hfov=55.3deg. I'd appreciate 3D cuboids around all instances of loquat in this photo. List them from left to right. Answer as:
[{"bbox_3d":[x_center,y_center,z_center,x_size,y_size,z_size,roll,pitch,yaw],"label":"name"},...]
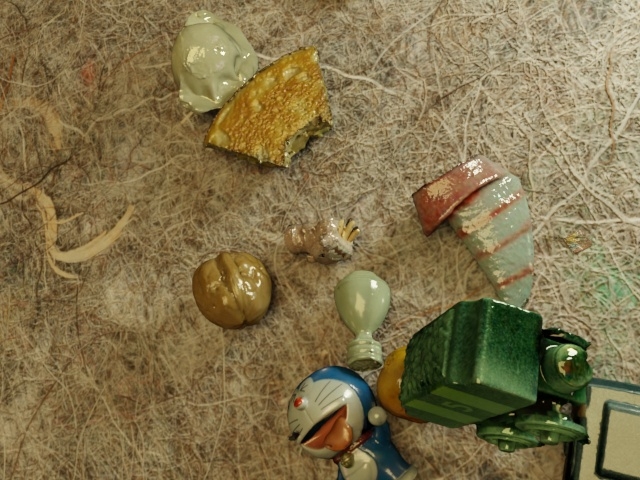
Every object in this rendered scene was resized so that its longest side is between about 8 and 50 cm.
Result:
[{"bbox_3d":[0.165,0.252,1.065,0.137,0.137,0.113,51,128,22],"label":"loquat"}]

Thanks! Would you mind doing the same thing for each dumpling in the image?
[{"bbox_3d":[-0.234,-0.399,1.364,0.193,0.147,0.257,-2,74,-13],"label":"dumpling"}]

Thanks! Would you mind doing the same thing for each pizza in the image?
[{"bbox_3d":[-0.085,-0.260,1.297,0.323,0.089,0.223,-43,71,0],"label":"pizza"}]

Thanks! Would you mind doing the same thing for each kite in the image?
[{"bbox_3d":[0.447,0.005,1.101,0.078,0.002,0.044,-10,73,14],"label":"kite"}]

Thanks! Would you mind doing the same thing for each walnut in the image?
[{"bbox_3d":[-0.172,0.099,1.206,0.167,0.149,0.166,2,48,-3],"label":"walnut"}]

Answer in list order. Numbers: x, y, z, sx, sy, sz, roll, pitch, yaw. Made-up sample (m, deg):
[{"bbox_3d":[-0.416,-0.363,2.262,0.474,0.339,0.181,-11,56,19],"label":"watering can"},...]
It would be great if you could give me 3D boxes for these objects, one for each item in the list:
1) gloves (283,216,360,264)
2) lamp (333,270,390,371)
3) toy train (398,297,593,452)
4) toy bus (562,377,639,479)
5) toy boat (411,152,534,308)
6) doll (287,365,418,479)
[{"bbox_3d":[0.001,0.001,1.197,0.144,0.111,0.094,1,83,48],"label":"gloves"},{"bbox_3d":[0.076,0.142,1.112,0.106,0.106,0.192,-9,54,16],"label":"lamp"},{"bbox_3d":[0.252,0.207,0.900,0.238,0.299,0.166,18,61,-5],"label":"toy train"},{"bbox_3d":[0.436,0.372,0.904,0.162,0.194,0.323,9,79,21],"label":"toy bus"},{"bbox_3d":[0.312,-0.009,1.114,0.206,0.096,0.282,-29,78,-7],"label":"toy boat"},{"bbox_3d":[0.047,0.346,1.060,0.257,0.161,0.215,48,121,20],"label":"doll"}]
